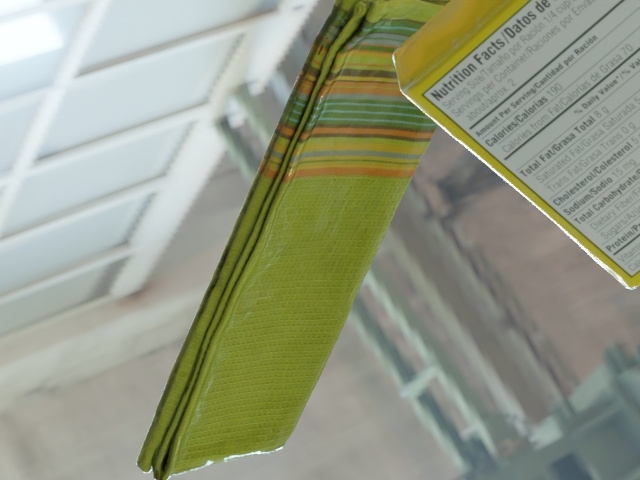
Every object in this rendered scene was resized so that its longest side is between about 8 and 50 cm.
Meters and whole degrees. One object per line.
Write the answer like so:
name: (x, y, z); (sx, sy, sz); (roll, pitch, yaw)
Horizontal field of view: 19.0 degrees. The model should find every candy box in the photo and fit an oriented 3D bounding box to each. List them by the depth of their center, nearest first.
candy box: (0.128, -0.081, 0.515); (0.206, 0.105, 0.027); (-40, -151, 19)

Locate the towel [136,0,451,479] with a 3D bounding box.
towel: (0.000, 0.000, 0.819); (0.021, 0.102, 0.237); (39, -65, 32)
